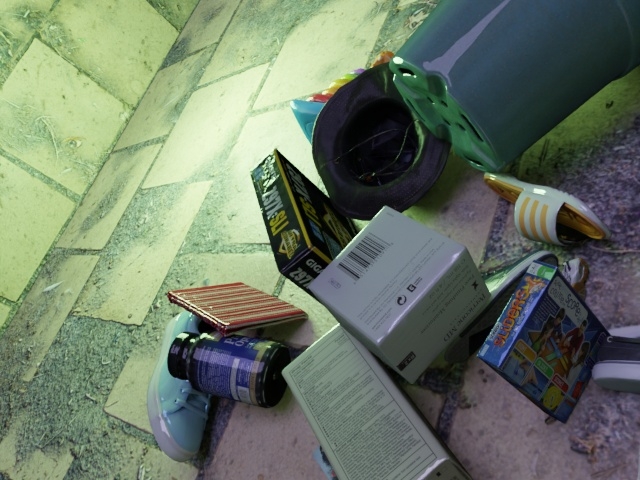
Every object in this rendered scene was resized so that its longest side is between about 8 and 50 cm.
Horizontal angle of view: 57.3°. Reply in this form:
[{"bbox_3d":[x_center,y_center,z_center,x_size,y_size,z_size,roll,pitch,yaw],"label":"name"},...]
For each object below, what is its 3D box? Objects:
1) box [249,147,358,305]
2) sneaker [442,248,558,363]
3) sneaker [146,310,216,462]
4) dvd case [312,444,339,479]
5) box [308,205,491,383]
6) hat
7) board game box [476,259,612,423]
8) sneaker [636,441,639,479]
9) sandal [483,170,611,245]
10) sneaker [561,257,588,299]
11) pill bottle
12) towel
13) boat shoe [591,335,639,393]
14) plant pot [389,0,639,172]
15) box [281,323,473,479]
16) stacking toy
[{"bbox_3d":[0.000,0.000,1.093,0.079,0.257,0.322,-40,37,15],"label":"box"},{"bbox_3d":[0.244,0.061,0.928,0.226,0.086,0.163,-43,40,12],"label":"sneaker"},{"bbox_3d":[-0.265,0.272,1.241,0.150,0.135,0.366,-35,40,25],"label":"sneaker"},{"bbox_3d":[0.043,0.355,0.951,0.087,0.013,0.119,-50,38,1],"label":"dvd case"},{"bbox_3d":[0.114,0.073,0.861,0.181,0.119,0.182,-46,40,-8],"label":"box"},{"bbox_3d":[0.143,-0.188,1.197,0.331,0.134,0.332,-10,74,35],"label":"hat"},{"bbox_3d":[0.286,0.131,0.730,0.035,0.201,0.136,24,77,52],"label":"board game box"},{"bbox_3d":[0.384,0.283,0.619,0.084,0.058,0.152,-16,42,49],"label":"sneaker"},{"bbox_3d":[0.334,-0.038,0.919,0.076,0.102,0.265,-51,28,1],"label":"sandal"},{"bbox_3d":[0.364,0.065,0.853,0.037,0.032,0.083,-16,43,56],"label":"sneaker"},{"bbox_3d":[-0.178,0.240,1.126,0.219,0.123,0.123,7,62,21],"label":"pill bottle"},{"bbox_3d":[-0.183,0.140,1.243,0.274,0.198,0.031,16,107,51],"label":"towel"},{"bbox_3d":[0.436,0.139,0.680,0.228,0.080,0.076,-13,52,49],"label":"boat shoe"},{"bbox_3d":[0.312,-0.311,0.936,0.334,0.341,0.341,-43,37,2],"label":"plant pot"},{"bbox_3d":[0.076,0.277,0.880,0.148,0.121,0.311,-40,37,1],"label":"box"},{"bbox_3d":[0.088,-0.348,1.402,0.175,0.166,0.302,19,62,42],"label":"stacking toy"}]
